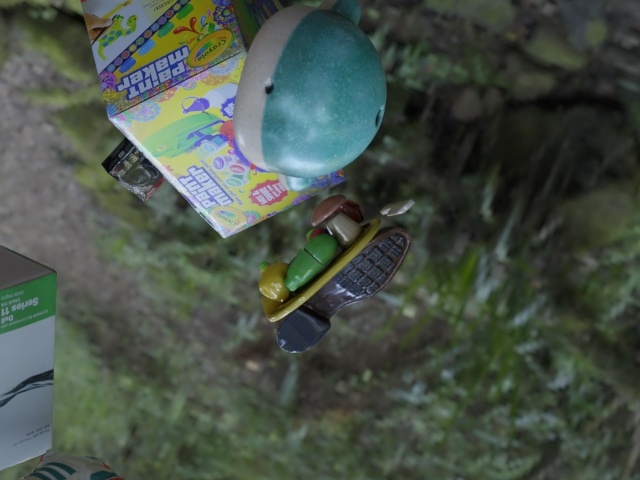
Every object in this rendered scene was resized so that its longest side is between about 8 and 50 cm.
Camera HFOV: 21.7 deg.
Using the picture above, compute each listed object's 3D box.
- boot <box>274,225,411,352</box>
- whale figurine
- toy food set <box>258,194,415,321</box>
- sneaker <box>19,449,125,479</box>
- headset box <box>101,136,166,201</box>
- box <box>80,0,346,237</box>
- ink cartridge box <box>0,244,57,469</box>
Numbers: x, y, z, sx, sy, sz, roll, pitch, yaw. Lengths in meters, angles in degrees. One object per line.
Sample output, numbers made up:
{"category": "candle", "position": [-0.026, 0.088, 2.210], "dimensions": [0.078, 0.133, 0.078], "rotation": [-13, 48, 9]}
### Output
{"category": "boot", "position": [0.017, 0.035, 2.109], "dimensions": [0.082, 0.219, 0.106], "rotation": [38, -161, -33]}
{"category": "whale figurine", "position": [0.018, -0.149, 1.753], "dimensions": [0.141, 0.216, 0.272], "rotation": [19, -172, 21]}
{"category": "toy food set", "position": [0.000, 0.000, 1.986], "dimensions": [0.071, 0.218, 0.128], "rotation": [48, 176, -7]}
{"category": "sneaker", "position": [-0.271, 0.246, 1.642], "dimensions": [0.161, 0.057, 0.075], "rotation": [-7, -145, -43]}
{"category": "headset box", "position": [-0.239, -0.096, 2.222], "dimensions": [0.083, 0.062, 0.032], "rotation": [38, -173, -40]}
{"category": "box", "position": [-0.134, -0.208, 1.983], "dimensions": [0.177, 0.279, 0.290], "rotation": [-25, 145, 11]}
{"category": "ink cartridge box", "position": [-0.351, 0.113, 1.707], "dimensions": [0.153, 0.208, 0.087], "rotation": [20, -153, 35]}
